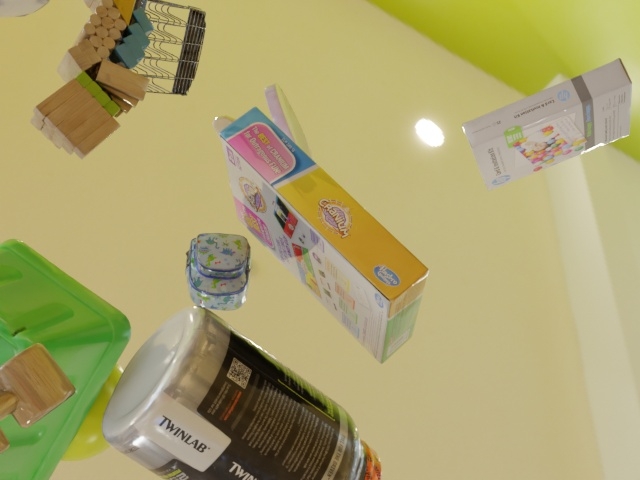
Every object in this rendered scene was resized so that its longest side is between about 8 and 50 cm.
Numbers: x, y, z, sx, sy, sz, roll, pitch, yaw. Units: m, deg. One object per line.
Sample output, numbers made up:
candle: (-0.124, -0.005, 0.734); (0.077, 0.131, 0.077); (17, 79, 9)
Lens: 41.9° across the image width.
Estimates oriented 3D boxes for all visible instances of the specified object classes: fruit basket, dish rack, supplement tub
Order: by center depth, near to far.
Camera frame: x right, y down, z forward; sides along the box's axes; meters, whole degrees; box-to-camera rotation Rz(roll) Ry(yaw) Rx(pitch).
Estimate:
supplement tub: (-0.094, 0.256, 1.093); (0.338, 0.207, 0.207); (39, -142, -19)
fruit basket: (-0.421, 0.215, 1.213); (0.283, 0.392, 0.392); (33, -143, 12)
dish rack: (-0.330, -0.392, 1.683); (0.074, 0.208, 0.271); (22, -165, 20)

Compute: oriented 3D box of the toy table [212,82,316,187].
toy table: (-0.111, -0.184, 1.824); (0.252, 0.160, 0.274); (-59, -54, -78)

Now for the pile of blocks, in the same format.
pile of blocks: (-0.365, -0.291, 1.402); (0.149, 0.112, 0.362); (25, -113, -23)

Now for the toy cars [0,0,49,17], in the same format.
toy cars: (-0.098, -0.169, 0.279); (0.176, 0.393, 0.087); (-20, -85, -14)

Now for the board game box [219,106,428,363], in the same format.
board game box: (0.000, 0.000, 1.119); (0.064, 0.242, 0.316); (-40, -110, -17)

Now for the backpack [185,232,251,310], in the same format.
backpack: (-0.160, 0.046, 1.309); (0.105, 0.084, 0.114); (4, -129, -9)

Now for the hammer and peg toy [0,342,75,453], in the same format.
hammer and peg toy: (-0.420, 0.195, 0.761); (0.127, 0.361, 0.266); (57, -157, 4)

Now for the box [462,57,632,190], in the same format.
box: (0.271, -0.132, 0.990); (0.145, 0.186, 0.038); (43, -152, -65)
